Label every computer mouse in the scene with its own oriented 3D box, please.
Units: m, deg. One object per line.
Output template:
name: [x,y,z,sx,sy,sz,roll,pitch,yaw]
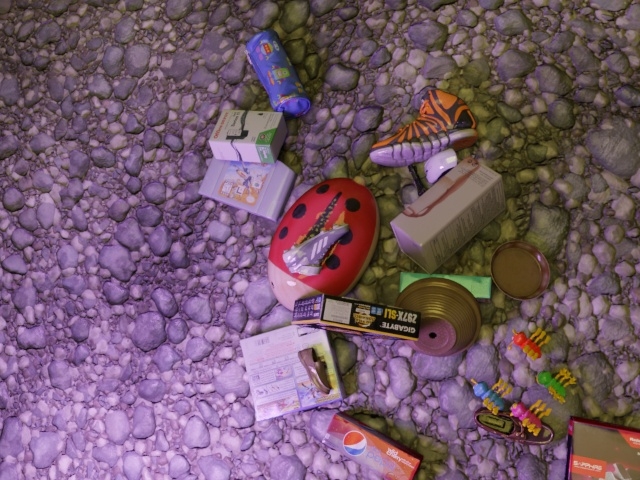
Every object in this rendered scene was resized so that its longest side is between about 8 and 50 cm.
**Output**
computer mouse: [0.317,-0.204,1.721,0.042,0.193,0.106,-5,72,-28]

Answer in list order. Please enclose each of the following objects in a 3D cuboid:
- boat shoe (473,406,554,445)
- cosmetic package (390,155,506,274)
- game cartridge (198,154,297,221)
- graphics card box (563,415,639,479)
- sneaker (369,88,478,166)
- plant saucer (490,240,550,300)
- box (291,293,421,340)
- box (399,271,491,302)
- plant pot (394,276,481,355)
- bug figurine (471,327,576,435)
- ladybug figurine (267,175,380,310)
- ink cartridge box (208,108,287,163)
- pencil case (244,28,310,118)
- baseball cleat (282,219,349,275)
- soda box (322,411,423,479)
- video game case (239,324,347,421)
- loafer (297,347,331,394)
boat shoe: [0.502,0.488,1.569,0.207,0.073,0.073,9,80,17]
cosmetic package: [0.352,-0.070,1.643,0.296,0.153,0.129,-40,51,-10]
game cartridge: [-0.234,-0.196,1.938,0.297,0.062,0.198,19,89,19]
graphics card box: [0.713,0.639,1.465,0.233,0.094,0.371,7,82,17]
sneaker: [0.291,-0.335,1.788,0.321,0.124,0.180,-12,71,3]
plant saucer: [0.539,0.084,1.640,0.168,0.029,0.168,2,71,-5]
box: [0.082,0.205,1.578,0.257,0.322,0.079,10,79,-14]
box: [0.348,0.131,1.673,0.244,0.100,0.060,3,78,16]
plant pot: [0.305,0.226,1.603,0.237,0.110,0.237,7,116,15]
bug figurine: [0.522,0.369,1.553,0.216,0.072,0.279,45,63,8]
ladybug figurine: [0.000,0.000,1.769,0.305,0.162,0.449,27,87,20]
ink cartridge box: [-0.227,-0.330,1.899,0.208,0.087,0.153,6,56,15]
pencil case: [-0.144,-0.536,1.943,0.133,0.119,0.306,-19,71,-19]
baseball cleat: [0.001,0.031,1.650,0.206,0.072,0.109,-26,88,14]
soda box: [0.143,0.571,1.650,0.263,0.083,0.092,25,87,19]
video game case: [-0.082,0.377,1.768,0.270,0.061,0.244,-18,74,12]
loafer: [-0.010,0.363,1.687,0.050,0.056,0.148,-39,72,12]
